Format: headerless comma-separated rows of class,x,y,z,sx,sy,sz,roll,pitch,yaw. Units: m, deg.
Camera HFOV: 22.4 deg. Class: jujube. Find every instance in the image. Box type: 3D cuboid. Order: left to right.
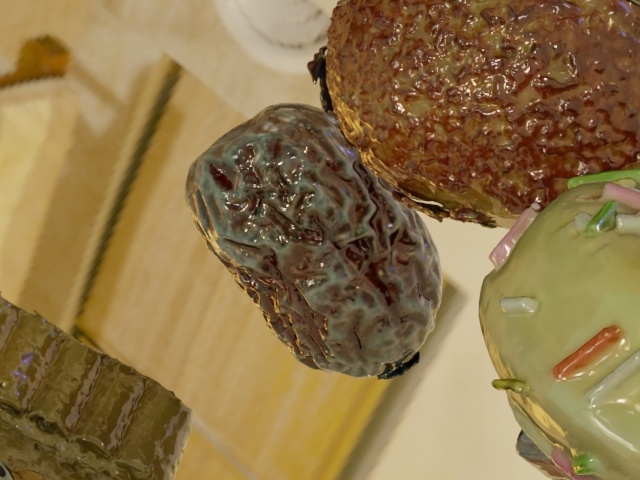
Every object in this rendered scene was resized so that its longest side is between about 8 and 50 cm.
jujube,0.000,0.000,1.725,0.226,0.317,0.226,-30,-159,13

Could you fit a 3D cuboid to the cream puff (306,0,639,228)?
cream puff,0.170,-0.165,1.290,0.350,0.350,0.228,-35,147,-35

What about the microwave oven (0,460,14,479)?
microwave oven,-0.247,0.322,0.949,0.333,0.394,0.247,-38,-160,-12

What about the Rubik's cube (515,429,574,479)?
Rubik's cube,0.352,0.142,1.365,0.238,0.237,0.237,41,66,-27

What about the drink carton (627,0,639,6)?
drink carton,0.049,-0.149,0.444,0.190,0.185,0.191,1,112,-13

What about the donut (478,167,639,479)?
donut,0.250,0.072,1.002,0.371,0.307,0.150,-96,-152,-70

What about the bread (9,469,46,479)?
bread,-0.209,0.197,1.126,0.046,0.081,0.083,-6,119,-25

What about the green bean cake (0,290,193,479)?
green bean cake,-0.239,0.169,1.282,0.224,0.230,0.131,-52,-171,39
